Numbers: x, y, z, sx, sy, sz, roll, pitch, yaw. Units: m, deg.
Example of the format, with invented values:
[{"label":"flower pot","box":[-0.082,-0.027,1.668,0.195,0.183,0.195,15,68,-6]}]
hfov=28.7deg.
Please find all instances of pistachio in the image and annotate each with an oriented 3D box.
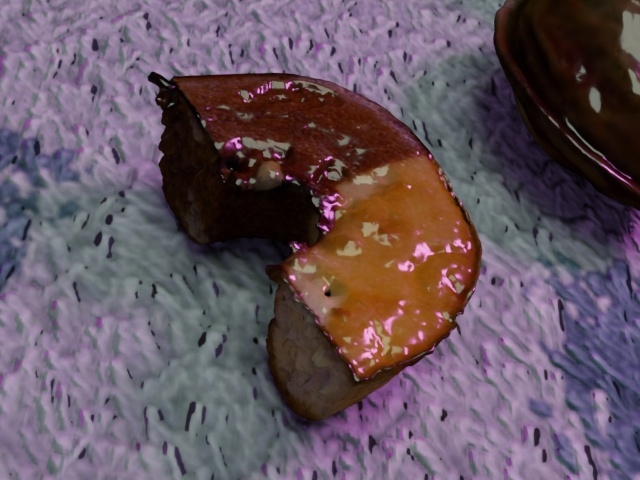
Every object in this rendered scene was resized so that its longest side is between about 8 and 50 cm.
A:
[{"label":"pistachio","box":[0.196,-0.106,0.831,0.165,0.130,0.210,3,57,-20]}]

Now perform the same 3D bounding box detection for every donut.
[{"label":"donut","box":[0.001,0.001,0.696,0.141,0.085,0.217,-12,55,-28]}]
